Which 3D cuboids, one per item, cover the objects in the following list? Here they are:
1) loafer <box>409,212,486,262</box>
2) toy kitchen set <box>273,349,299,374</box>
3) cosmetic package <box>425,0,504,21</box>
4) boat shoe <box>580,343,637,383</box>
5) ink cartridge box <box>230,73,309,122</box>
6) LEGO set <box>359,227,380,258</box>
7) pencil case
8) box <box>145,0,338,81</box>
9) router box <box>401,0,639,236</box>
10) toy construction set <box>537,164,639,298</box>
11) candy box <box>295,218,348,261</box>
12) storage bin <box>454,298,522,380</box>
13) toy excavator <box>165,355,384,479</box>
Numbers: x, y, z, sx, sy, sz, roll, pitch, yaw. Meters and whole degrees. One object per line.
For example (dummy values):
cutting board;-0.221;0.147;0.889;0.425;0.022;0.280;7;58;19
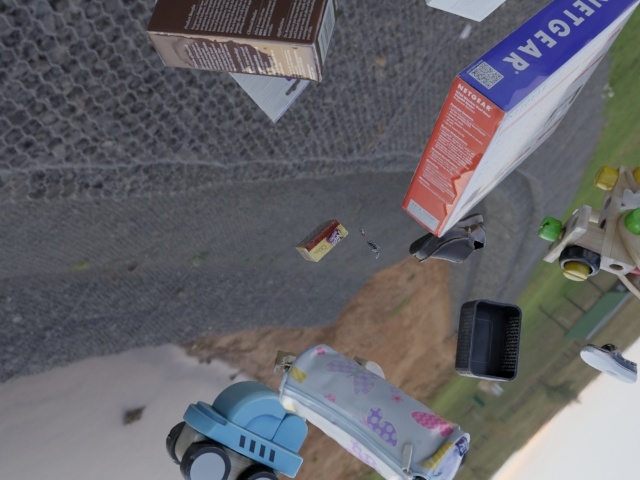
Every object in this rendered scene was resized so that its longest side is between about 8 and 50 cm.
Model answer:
loafer;0.258;0.005;1.323;0.220;0.078;0.080;-19;170;-42
toy kitchen set;-0.093;0.370;1.978;0.075;0.083;0.068;-86;-169;-67
cosmetic package;0.336;-0.622;1.572;0.184;0.151;0.151;1;157;-37
boat shoe;0.841;0.339;1.995;0.080;0.229;0.076;-18;-133;61
ink cartridge box;-0.111;-0.442;1.772;0.206;0.208;0.045;-46;163;19
LEGO set;0.124;0.004;1.664;0.023;0.083;0.054;-30;175;0
pencil case;0.070;0.254;0.966;0.124;0.273;0.113;-20;131;-47
box;-0.167;-0.480;1.527;0.143;0.382;0.191;75;27;-66
router box;0.288;-0.196;1.020;0.335;0.082;0.301;-39;162;-26
toy construction set;0.456;-0.029;1.078;0.309;0.237;0.257;-8;111;-85
candy box;0.000;0.000;1.765;0.109;0.053;0.187;-42;-175;-7
storage bin;0.397;0.236;1.632;0.084;0.122;0.180;139;-39;-74
toy excavator;-0.095;0.429;1.695;0.445;0.433;0.222;-62;-159;-9
